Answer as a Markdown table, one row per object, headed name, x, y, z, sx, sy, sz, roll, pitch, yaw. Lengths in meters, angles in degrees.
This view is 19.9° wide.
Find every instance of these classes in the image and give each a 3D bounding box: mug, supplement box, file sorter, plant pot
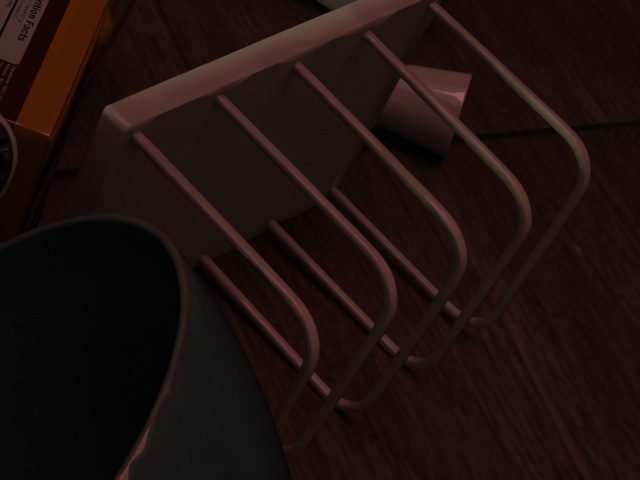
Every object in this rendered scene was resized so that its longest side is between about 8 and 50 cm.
| name | x | y | z | sx | sy | sz | roll | pitch | yaw |
| --- | --- | --- | --- | --- | --- | --- | --- | --- | --- |
| mug | 0.069 | -0.096 | 1.318 | 0.064 | 0.078 | 0.062 | 17 | 75 | 2 |
| supplement box | -0.244 | -0.061 | 1.014 | 0.194 | 0.191 | 0.129 | 20 | 41 | -6 |
| file sorter | 0.000 | 0.000 | 1.079 | 0.173 | 0.193 | 0.277 | 45 | 45 | 16 |
| plant pot | -0.121 | 0.159 | 0.831 | 0.195 | 0.290 | 0.290 | 51 | 32 | -29 |

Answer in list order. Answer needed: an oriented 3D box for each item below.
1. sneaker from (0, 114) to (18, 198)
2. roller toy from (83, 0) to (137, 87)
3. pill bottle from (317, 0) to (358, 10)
| name | x | y | z | sx | sy | sz | roll | pitch | yaw |
| --- | --- | --- | --- | --- | --- | --- | --- | --- | --- |
| sneaker | -0.236 | 0.000 | 0.933 | 0.085 | 0.237 | 0.086 | 51 | 27 | -2 |
| roller toy | -0.192 | -0.165 | 1.141 | 0.146 | 0.209 | 0.191 | 31 | 22 | 4 |
| pill bottle | 0.053 | -0.295 | 1.439 | 0.136 | 0.136 | 0.246 | 20 | 42 | -7 |
